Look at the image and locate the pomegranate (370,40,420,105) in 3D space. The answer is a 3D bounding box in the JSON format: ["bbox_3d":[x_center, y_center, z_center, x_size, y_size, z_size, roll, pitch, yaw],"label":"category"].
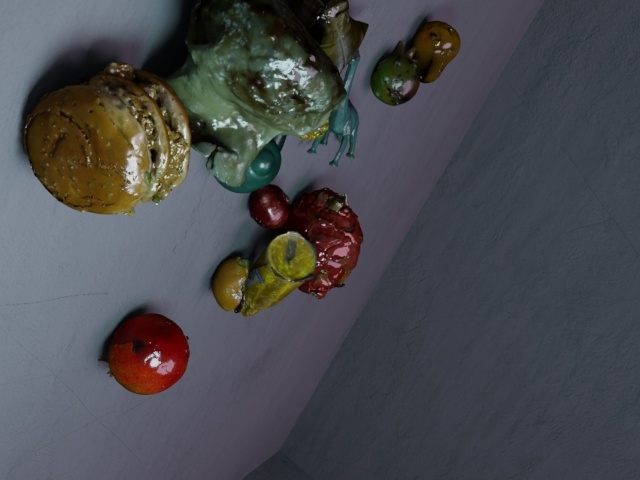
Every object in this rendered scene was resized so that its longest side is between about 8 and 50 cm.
[{"bbox_3d":[0.246,-0.502,2.233,0.220,0.156,0.156,-46,160,-35],"label":"pomegranate"}]

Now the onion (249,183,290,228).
[{"bbox_3d":[-0.140,-0.095,2.044,0.131,0.131,0.131,-46,160,-22],"label":"onion"}]

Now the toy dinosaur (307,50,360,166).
[{"bbox_3d":[0.079,-0.394,2.081,0.383,0.129,0.331,-60,169,-68],"label":"toy dinosaur"}]

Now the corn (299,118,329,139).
[{"bbox_3d":[-0.023,-0.321,1.842,0.102,0.102,0.313,-60,-173,18],"label":"corn"}]

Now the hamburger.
[{"bbox_3d":[-0.359,-0.161,1.258,0.260,0.245,0.211,-20,-170,30],"label":"hamburger"}]

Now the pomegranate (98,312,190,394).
[{"bbox_3d":[-0.449,0.293,1.877,0.235,0.210,0.210,-18,180,29],"label":"pomegranate"}]

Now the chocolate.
[{"bbox_3d":[-0.160,0.138,2.232,0.162,0.162,0.445,-41,176,-35],"label":"chocolate"}]

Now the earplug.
[{"bbox_3d":[-0.144,-0.212,1.770,0.257,0.280,0.164,-20,110,-15],"label":"earplug"}]

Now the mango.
[{"bbox_3d":[0.365,-0.603,2.345,0.249,0.155,0.151,85,5,-65],"label":"mango"}]

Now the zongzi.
[{"bbox_3d":[0.045,-0.518,1.722,0.288,0.134,0.286,-44,165,-27],"label":"zongzi"}]

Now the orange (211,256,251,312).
[{"bbox_3d":[-0.263,0.126,2.145,0.112,0.170,0.160,1,145,-16],"label":"orange"}]

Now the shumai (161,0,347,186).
[{"bbox_3d":[-0.168,-0.310,1.385,0.348,0.395,0.395,-36,165,14],"label":"shumai"}]

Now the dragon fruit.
[{"bbox_3d":[0.000,0.000,2.309,0.277,0.277,0.343,-24,139,-56],"label":"dragon fruit"}]
